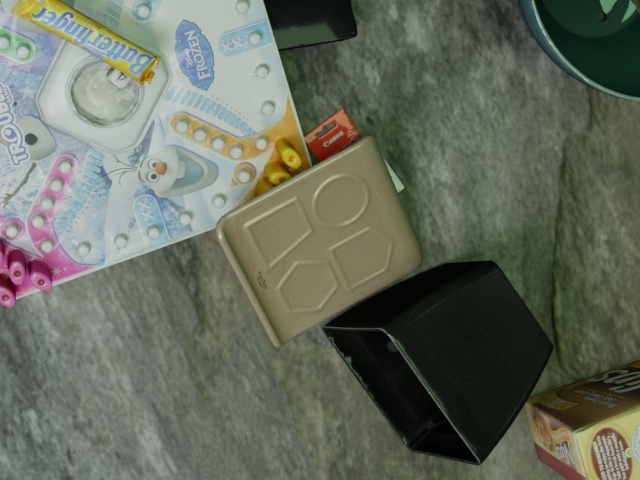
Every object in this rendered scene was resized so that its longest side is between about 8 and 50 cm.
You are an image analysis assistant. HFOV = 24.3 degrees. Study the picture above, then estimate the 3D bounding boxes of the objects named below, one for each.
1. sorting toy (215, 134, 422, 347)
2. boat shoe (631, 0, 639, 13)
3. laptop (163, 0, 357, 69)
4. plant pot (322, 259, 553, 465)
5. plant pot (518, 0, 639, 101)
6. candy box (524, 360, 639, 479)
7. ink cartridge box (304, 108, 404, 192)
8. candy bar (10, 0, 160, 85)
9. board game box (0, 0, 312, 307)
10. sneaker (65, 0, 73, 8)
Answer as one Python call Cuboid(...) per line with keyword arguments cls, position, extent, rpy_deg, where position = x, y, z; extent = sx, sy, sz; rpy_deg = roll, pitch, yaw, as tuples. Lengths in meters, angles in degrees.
Cuboid(cls="sorting toy", position=(0.000, 0.000, 1.672), extent=(0.208, 0.038, 0.193), rpy_deg=(-31, 126, -8))
Cuboid(cls="boat shoe", position=(0.339, -0.271, 1.509), extent=(0.285, 0.103, 0.092), rpy_deg=(5, 99, -7))
Cuboid(cls="laptop", position=(-0.087, -0.341, 1.597), extent=(0.234, 0.136, 0.264), rpy_deg=(-11, 86, -9))
Cuboid(cls="plant pot", position=(0.147, 0.123, 1.674), extent=(0.167, 0.187, 0.188), rpy_deg=(-38, 101, -18))
Cuboid(cls="plant pot", position=(0.337, -0.300, 1.653), extent=(0.290, 0.195, 0.290), rpy_deg=(-1, 96, -11))
Cuboid(cls="candy box", position=(0.416, 0.190, 1.721), extent=(0.316, 0.183, 0.087), rpy_deg=(-17, 98, -9))
Cuboid(cls="ink cartridge box", position=(0.037, -0.088, 1.702), extent=(0.063, 0.029, 0.115), rpy_deg=(-37, 101, -4))
Cuboid(cls="candy bar", position=(-0.238, -0.212, 1.530), extent=(0.161, 0.018, 0.040), rpy_deg=(29, 99, -21))
Cuboid(cls="board game box", position=(-0.231, -0.159, 1.588), extent=(0.390, 0.050, 0.390), rpy_deg=(-20, 113, -8))
Cuboid(cls="sneaker", position=(-0.310, -0.279, 1.611), extent=(0.071, 0.066, 0.188), rpy_deg=(-25, 98, 13))
